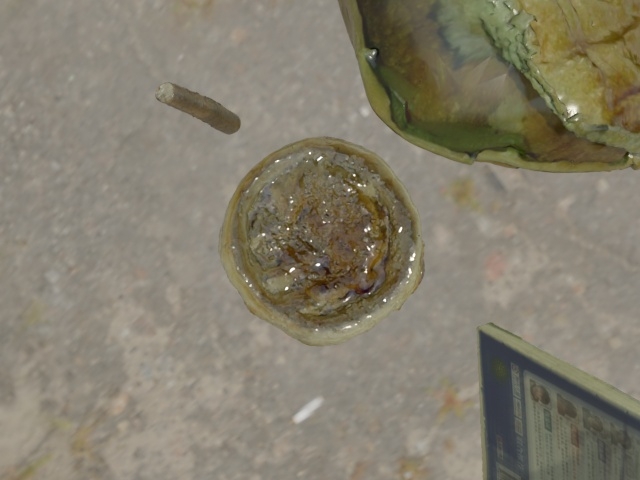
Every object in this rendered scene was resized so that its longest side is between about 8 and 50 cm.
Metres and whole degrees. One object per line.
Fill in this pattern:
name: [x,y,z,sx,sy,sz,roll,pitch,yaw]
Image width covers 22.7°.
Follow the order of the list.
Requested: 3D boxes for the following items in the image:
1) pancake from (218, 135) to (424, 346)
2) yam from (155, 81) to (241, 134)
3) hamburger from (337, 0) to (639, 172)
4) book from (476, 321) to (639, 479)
pancake: [0.000,0.000,1.046,0.139,0.022,0.139,0,83,2]
yam: [-0.138,-0.152,1.831,0.145,0.032,0.032,21,52,-60]
hamburger: [0.129,-0.160,0.939,0.265,0.134,0.285,4,65,-30]
book: [0.264,0.233,1.557,0.018,0.322,0.228,-20,119,-29]
